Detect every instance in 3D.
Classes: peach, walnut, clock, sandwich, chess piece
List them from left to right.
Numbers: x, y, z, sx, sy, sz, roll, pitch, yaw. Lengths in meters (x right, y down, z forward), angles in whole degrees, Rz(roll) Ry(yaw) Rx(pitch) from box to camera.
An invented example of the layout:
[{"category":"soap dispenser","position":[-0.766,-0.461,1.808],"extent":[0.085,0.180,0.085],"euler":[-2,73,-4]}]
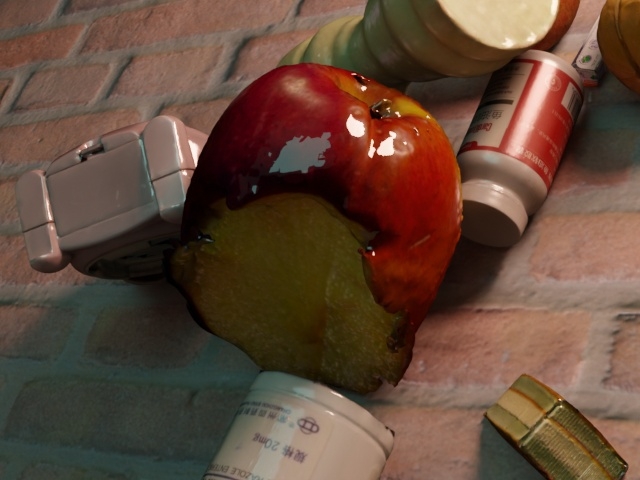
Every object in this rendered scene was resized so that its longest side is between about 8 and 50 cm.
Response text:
[{"category":"clock","position":[-0.230,-0.045,1.745],"extent":[0.342,0.325,0.184],"euler":[-14,75,25]},{"category":"peach","position":[0.000,0.000,1.492],"extent":[0.339,0.353,0.417],"euler":[25,108,13]},{"category":"chess piece","position":[0.110,-0.278,1.668],"extent":[0.442,0.234,0.234],"euler":[-30,34,55]},{"category":"sandwich","position":[0.262,0.226,1.357],"extent":[0.079,0.113,0.163],"euler":[-44,6,-3]},{"category":"walnut","position":[0.457,-0.288,1.539],"extent":[0.193,0.193,0.226],"euler":[0,46,37]}]

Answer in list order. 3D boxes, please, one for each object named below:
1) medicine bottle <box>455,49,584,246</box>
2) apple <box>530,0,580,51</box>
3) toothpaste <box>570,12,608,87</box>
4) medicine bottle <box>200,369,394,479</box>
[{"category":"medicine bottle","position":[0.254,-0.123,1.578],"extent":[0.131,0.131,0.250],"euler":[4,57,39]},{"category":"apple","position":[0.279,-0.371,1.751],"extent":[0.209,0.164,0.209],"euler":[-18,47,21]},{"category":"toothpaste","position":[0.414,-0.301,1.683],"extent":[0.047,0.040,0.196],"euler":[16,66,39]},{"category":"medicine bottle","position":[-0.064,0.337,1.375],"extent":[0.190,0.190,0.332],"euler":[7,59,40]}]
